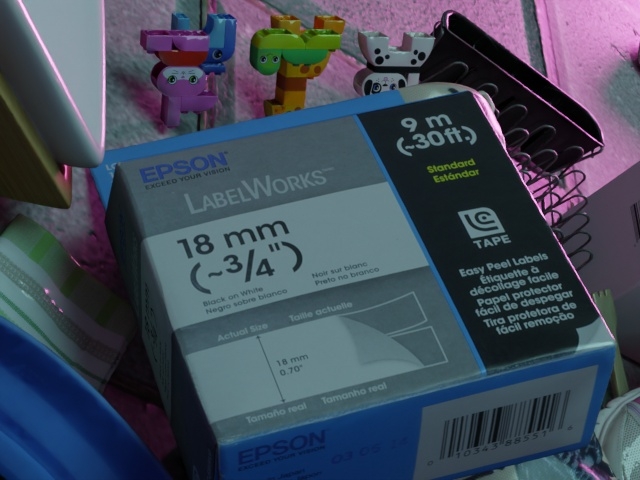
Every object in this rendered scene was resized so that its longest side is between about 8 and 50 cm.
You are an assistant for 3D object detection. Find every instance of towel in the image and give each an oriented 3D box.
[{"bbox_3d":[-0.173,0.057,1.048,0.113,0.023,0.152,44,35,-14],"label":"towel"}]

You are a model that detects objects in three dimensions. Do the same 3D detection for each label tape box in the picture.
[{"bbox_3d":[0.000,0.000,1.069,0.241,0.106,0.333,-13,50,-14],"label":"label tape box"}]

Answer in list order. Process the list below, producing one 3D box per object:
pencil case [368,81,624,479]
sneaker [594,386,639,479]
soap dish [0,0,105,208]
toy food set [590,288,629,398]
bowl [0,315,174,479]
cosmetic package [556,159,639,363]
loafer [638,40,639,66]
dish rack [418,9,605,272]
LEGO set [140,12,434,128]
[{"bbox_3d":[0.101,0.073,1.226,0.184,0.160,0.410,-6,59,-15],"label":"pencil case"},{"bbox_3d":[0.313,0.150,1.406,0.252,0.111,0.103,-46,114,-32],"label":"sneaker"},{"bbox_3d":[-0.225,-0.184,1.024,0.291,0.118,0.229,67,13,-53],"label":"soap dish"},{"bbox_3d":[0.182,0.109,1.398,0.192,0.038,0.132,-7,86,-48],"label":"toy food set"},{"bbox_3d":[-0.122,0.207,0.807,0.391,0.077,0.391,54,11,-15],"label":"bowl"},{"bbox_3d":[0.375,0.018,1.549,0.225,0.224,0.138,30,40,-30],"label":"cosmetic package"},{"bbox_3d":[0.492,-0.135,1.925,0.319,0.111,0.112,44,35,-12],"label":"loafer"},{"bbox_3d":[0.159,-0.050,1.491,0.208,0.074,0.271,32,40,-26],"label":"dish rack"},{"bbox_3d":[-0.037,-0.121,1.314,0.227,0.093,0.087,-2,20,-21],"label":"LEGO set"}]
